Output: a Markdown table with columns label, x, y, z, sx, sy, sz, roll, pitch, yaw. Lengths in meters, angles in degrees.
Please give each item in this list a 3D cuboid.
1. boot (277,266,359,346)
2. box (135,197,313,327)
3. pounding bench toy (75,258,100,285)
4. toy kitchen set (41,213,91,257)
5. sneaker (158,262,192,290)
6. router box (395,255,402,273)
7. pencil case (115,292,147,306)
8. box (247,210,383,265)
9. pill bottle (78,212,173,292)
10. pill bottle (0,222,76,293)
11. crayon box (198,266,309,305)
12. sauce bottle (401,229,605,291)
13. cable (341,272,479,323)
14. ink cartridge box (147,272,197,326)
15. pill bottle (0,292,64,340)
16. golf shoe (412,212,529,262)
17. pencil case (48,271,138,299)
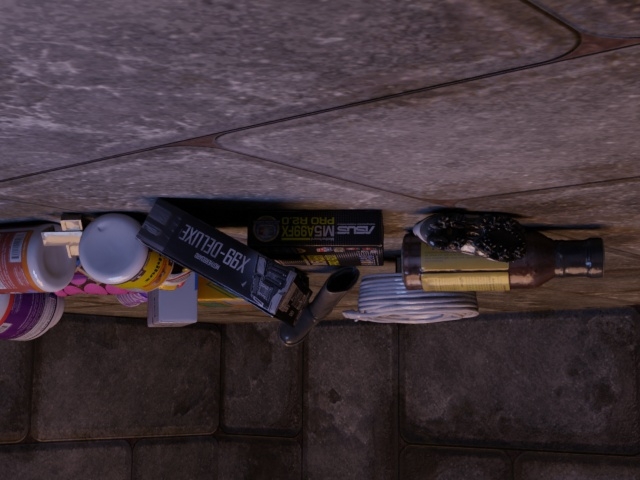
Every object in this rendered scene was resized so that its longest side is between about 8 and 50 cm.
| label | x | y | z | sx | sy | sz | roll | pitch | yaw |
| --- | --- | --- | --- | --- | --- | --- | --- | --- | --- |
| boot | -0.005 | 0.156 | 2.364 | 0.189 | 0.076 | 0.208 | -44 | -179 | -28 |
| box | -0.143 | 0.043 | 1.616 | 0.242 | 0.076 | 0.307 | 28 | 175 | 7 |
| pounding bench toy | -0.459 | 0.039 | 2.062 | 0.065 | 0.083 | 0.052 | 35 | 160 | -11 |
| toy kitchen set | -0.424 | -0.024 | 1.674 | 0.068 | 0.075 | 0.083 | -2 | 132 | -3 |
| sneaker | -0.355 | 0.038 | 1.987 | 0.225 | 0.088 | 0.093 | 6 | 150 | -34 |
| router box | 0.241 | 0.064 | 2.186 | 0.133 | 0.046 | 0.179 | -1 | 171 | 12 |
| pencil case | -0.438 | 0.117 | 2.452 | 0.088 | 0.086 | 0.206 | 19 | 166 | -20 |
| box | 0.000 | 0.000 | 1.709 | 0.216 | 0.060 | 0.270 | 0 | 172 | 4 |
| pill bottle | -0.321 | 0.026 | 1.708 | 0.117 | 0.117 | 0.215 | -1 | 172 | 8 |
| pill bottle | -0.549 | 0.034 | 1.769 | 0.216 | 0.121 | 0.121 | -3 | 171 | 25 |
| crayon box | -0.203 | 0.117 | 2.458 | 0.323 | 0.083 | 0.203 | -1 | 172 | 9 |
| sauce bottle | 0.318 | 0.036 | 1.757 | 0.344 | 0.111 | 0.111 | 0 | 172 | 12 |
| cable | 0.207 | 0.123 | 2.134 | 0.257 | 0.089 | 0.257 | 8 | 167 | -36 |
| ink cartridge box | -0.328 | 0.113 | 2.210 | 0.086 | 0.148 | 0.203 | 1 | 173 | -16 |
| pill bottle | -0.705 | 0.130 | 2.241 | 0.181 | 0.181 | 0.323 | -1 | 172 | 13 |
| golf shoe | 0.241 | -0.012 | 1.616 | 0.198 | 0.077 | 0.094 | 12 | 179 | -25 |
| pencil case | -0.500 | 0.082 | 2.229 | 0.209 | 0.095 | 0.098 | -4 | 155 | 18 |
